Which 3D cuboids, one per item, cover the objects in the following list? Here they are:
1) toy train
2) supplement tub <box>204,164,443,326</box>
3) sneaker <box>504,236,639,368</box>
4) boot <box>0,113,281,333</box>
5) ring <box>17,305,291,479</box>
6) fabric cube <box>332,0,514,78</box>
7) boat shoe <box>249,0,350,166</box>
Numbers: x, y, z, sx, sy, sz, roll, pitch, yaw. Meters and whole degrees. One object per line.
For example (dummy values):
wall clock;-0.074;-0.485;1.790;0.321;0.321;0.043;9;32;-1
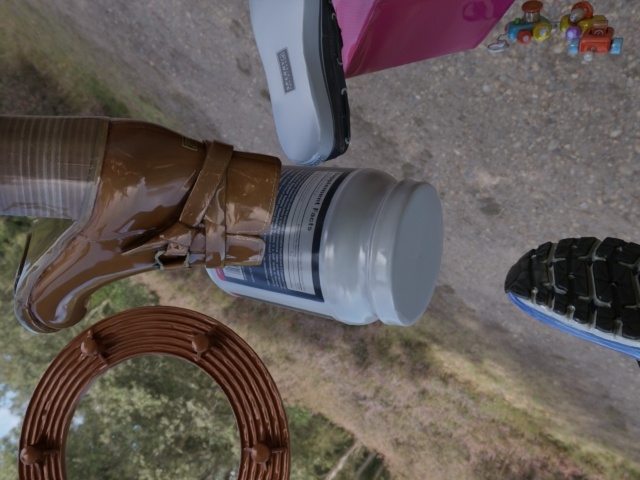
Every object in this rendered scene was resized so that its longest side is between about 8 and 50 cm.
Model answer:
toy train;0.315;-0.284;0.634;0.166;0.125;0.046;18;138;34
supplement tub;0.000;0.000;0.616;0.272;0.191;0.191;8;149;31
sneaker;0.358;0.105;0.499;0.330;0.130;0.147;20;143;20
boot;-0.169;0.002;0.468;0.220;0.109;0.283;3;135;-21
ring;-0.200;0.244;0.549;0.336;0.336;0.032;31;175;13
fabric cube;0.108;-0.396;0.591;0.254;0.258;0.259;61;153;13
boat shoe;-0.009;-0.189;0.471;0.080;0.076;0.228;-7;97;40
